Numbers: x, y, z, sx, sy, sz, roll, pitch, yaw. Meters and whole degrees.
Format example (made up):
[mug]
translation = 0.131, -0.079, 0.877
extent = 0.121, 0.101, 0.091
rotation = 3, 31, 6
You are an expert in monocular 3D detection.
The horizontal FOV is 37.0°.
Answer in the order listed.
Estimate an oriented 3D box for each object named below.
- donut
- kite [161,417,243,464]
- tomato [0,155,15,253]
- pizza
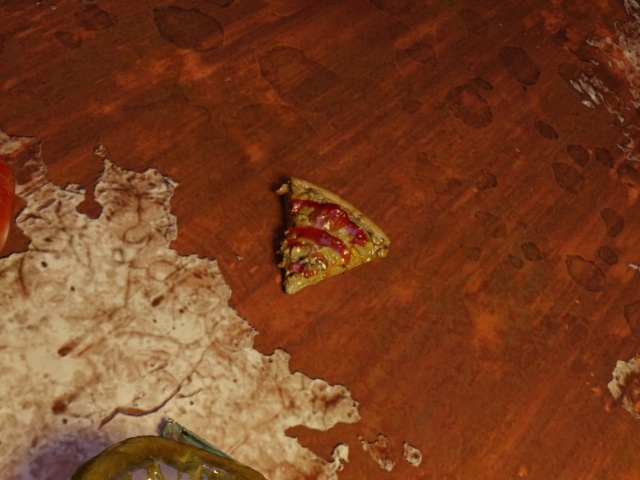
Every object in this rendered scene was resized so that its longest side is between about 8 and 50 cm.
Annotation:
[donut]
translation = -0.148, 0.318, 0.983
extent = 0.261, 0.128, 0.209
rotation = 17, 50, -13
[kite]
translation = -0.120, 0.366, 1.057
extent = 0.405, 0.014, 0.369
rotation = -6, 58, -31
[tomato]
translation = -0.448, -0.041, 1.117
extent = 0.187, 0.151, 0.187
rotation = 10, 58, -16
[pizza]
translation = 0.000, 0.000, 1.368
extent = 0.188, 0.062, 0.199
rotation = 30, 48, 1
